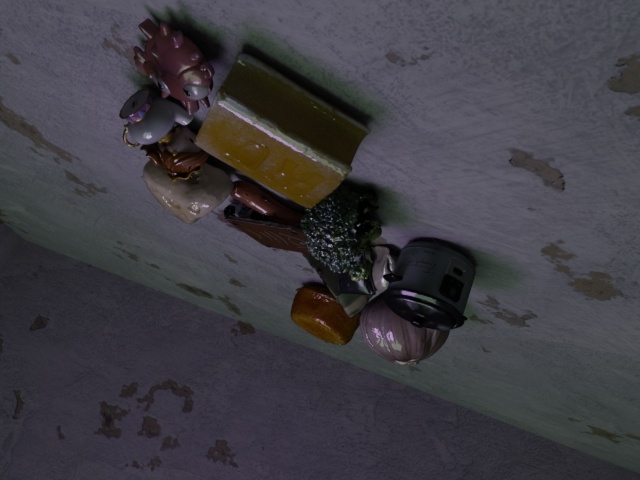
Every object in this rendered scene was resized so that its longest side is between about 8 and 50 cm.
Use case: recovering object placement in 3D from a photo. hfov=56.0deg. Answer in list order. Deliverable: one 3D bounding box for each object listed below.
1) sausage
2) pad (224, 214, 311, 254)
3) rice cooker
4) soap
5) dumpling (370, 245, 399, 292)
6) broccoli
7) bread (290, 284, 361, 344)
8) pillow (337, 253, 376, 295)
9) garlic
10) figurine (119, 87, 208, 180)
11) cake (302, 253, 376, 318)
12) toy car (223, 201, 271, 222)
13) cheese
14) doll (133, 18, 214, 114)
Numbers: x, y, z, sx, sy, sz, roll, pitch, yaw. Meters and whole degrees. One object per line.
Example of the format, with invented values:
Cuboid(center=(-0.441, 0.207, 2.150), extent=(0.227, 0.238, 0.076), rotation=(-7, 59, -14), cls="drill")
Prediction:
Cuboid(center=(-0.137, -0.094, 1.822), extent=(0.304, 0.078, 0.078), rotation=(30, 158, -15), cls="sausage")
Cuboid(center=(-0.126, -0.008, 1.912), extent=(0.284, 0.018, 0.286), rotation=(9, 166, 27), cls="pad")
Cuboid(center=(0.308, 0.140, 1.709), extent=(0.280, 0.227, 0.241), rotation=(32, 157, -20), cls="rice cooker")
Cuboid(center=(-0.091, -0.232, 1.348), extent=(0.335, 0.156, 0.293), rotation=(30, 162, -14), cls="soap")
Cuboid(center=(0.203, 0.090, 1.888), extent=(0.111, 0.181, 0.155), rotation=(-5, -157, -31), cls="dumpling")
Cuboid(center=(0.091, -0.029, 1.617), extent=(0.243, 0.247, 0.263), rotation=(1, -129, -58), cls="broccoli")
Cuboid(center=(0.027, 0.305, 2.462), extent=(0.312, 0.172, 0.312), rotation=(22, 160, 9), cls="bread")
Cuboid(center=(0.095, 0.074, 1.884), extent=(0.141, 0.055, 0.208), rotation=(-1, 108, 42), cls="pillow")
Cuboid(center=(0.287, 0.296, 2.045), extent=(0.317, 0.259, 0.317), rotation=(-7, -179, 0), cls="garlic")
Cuboid(center=(-0.397, -0.268, 1.575), extent=(0.189, 0.142, 0.263), rotation=(-25, 135, 17), cls="figurine")
Cuboid(center=(0.075, 0.102, 2.104), extent=(0.283, 0.172, 0.158), rotation=(49, 172, 42), cls="cake")
Cuboid(center=(-0.239, -0.083, 1.954), extent=(0.170, 0.070, 0.080), rotation=(10, 155, 27), cls="toy car")
Cuboid(center=(-0.366, -0.142, 1.780), extent=(0.251, 0.174, 0.248), rotation=(24, 161, 17), cls="cheese")
Cuboid(center=(-0.315, -0.375, 1.294), extent=(0.262, 0.093, 0.211), rotation=(23, 145, 31), cls="doll")
